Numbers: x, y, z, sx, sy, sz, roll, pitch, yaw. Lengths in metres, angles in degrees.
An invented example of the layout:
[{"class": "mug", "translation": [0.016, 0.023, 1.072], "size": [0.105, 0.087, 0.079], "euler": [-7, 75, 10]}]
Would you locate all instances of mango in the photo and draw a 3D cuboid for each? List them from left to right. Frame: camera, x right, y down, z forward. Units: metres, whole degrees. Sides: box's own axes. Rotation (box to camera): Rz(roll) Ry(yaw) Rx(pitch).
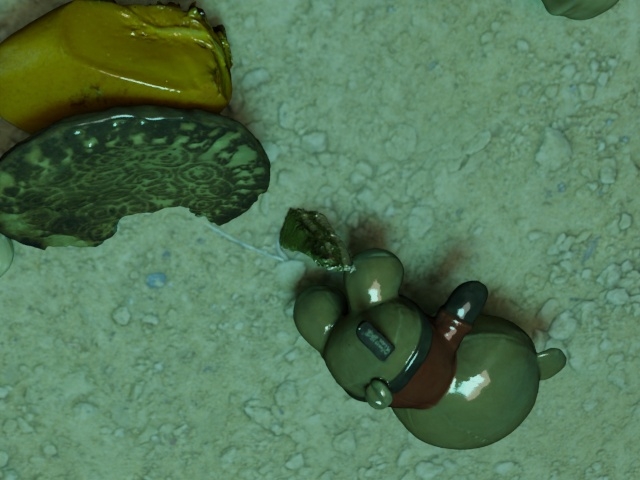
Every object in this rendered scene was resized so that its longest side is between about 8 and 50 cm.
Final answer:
[{"class": "mango", "translation": [-0.212, -0.162, 0.888], "size": [0.252, 0.126, 0.154], "euler": [-8, 154, -5]}]

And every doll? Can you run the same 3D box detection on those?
[{"class": "doll", "translation": [0.129, 0.145, 1.063], "size": [0.330, 0.174, 0.235], "euler": [27, 126, -32]}]

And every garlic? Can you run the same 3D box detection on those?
[{"class": "garlic", "translation": [-0.370, 0.017, 0.988], "size": [0.053, 0.041, 0.083], "euler": [24, 114, -15]}]

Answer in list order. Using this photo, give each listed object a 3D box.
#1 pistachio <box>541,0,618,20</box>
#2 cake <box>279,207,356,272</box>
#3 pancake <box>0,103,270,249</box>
[{"class": "pistachio", "translation": [0.291, -0.304, 0.947], "size": [0.113, 0.113, 0.149], "euler": [30, 108, -22]}, {"class": "cake", "translation": [0.000, 0.000, 1.009], "size": [0.051, 0.140, 0.055], "euler": [13, 95, -26]}, {"class": "pancake", "translation": [-0.197, -0.056, 0.927], "size": [0.288, 0.033, 0.286], "euler": [-28, 154, 30]}]
